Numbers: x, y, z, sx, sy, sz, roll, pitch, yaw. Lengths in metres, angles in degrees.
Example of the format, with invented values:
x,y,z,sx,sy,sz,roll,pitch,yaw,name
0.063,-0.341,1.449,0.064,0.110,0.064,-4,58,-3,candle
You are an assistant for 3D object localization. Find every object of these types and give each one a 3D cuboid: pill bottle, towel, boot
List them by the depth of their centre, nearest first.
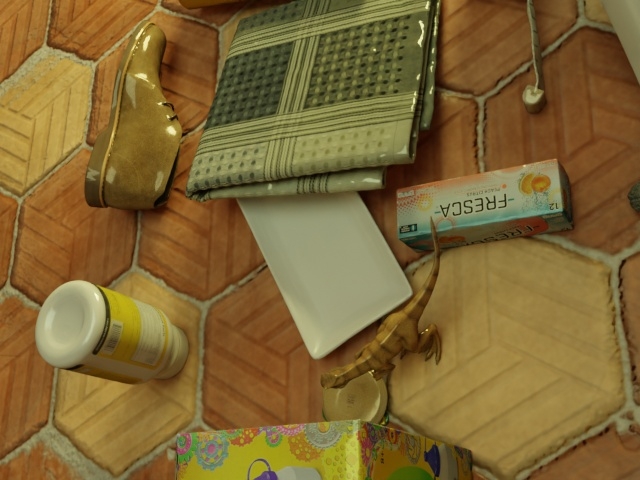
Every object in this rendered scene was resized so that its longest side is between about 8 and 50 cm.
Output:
x,y,z,sx,sy,sz,roll,pitch,yaw,name
-0.246,0.119,0.958,0.103,0.184,0.103,-10,67,26,pill bottle
-0.001,-0.194,1.000,0.324,0.056,0.312,-5,57,29,towel
-0.249,-0.181,1.144,0.115,0.112,0.306,7,69,0,boot

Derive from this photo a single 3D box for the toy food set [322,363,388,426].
x,y,z,sx,sy,sz,roll,pitch,yaw,name
0.038,0.179,0.875,0.083,0.020,0.083,-13,66,25,toy food set

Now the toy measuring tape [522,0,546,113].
x,y,z,sx,sy,sz,roll,pitch,yaw,name
0.193,-0.304,0.919,0.121,0.121,0.330,-8,78,27,toy measuring tape

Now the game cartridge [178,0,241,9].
x,y,z,sx,sy,sz,roll,pitch,yaw,name
-0.042,-0.475,1.129,0.323,0.052,0.286,4,70,31,game cartridge

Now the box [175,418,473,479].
x,y,z,sx,sy,sz,roll,pitch,yaw,name
0.017,0.322,0.679,0.177,0.279,0.290,-11,68,26,box

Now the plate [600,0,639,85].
x,y,z,sx,sy,sz,roll,pitch,yaw,name
0.415,-0.240,0.721,0.277,0.045,0.278,-25,95,19,plate

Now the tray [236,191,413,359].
x,y,z,sx,sy,sz,roll,pitch,yaw,name
0.000,0.000,0.957,0.145,0.030,0.270,-35,59,13,tray

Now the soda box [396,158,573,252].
x,y,z,sx,sy,sz,roll,pitch,yaw,name
0.177,-0.035,0.853,0.183,0.058,0.063,-10,68,27,soda box

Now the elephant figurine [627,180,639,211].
x,y,z,sx,sy,sz,roll,pitch,yaw,name
0.396,-0.063,0.662,0.239,0.186,0.169,0,37,17,elephant figurine

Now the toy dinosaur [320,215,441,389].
x,y,z,sx,sy,sz,roll,pitch,yaw,name
0.089,0.090,0.824,0.064,0.112,0.211,40,93,34,toy dinosaur
